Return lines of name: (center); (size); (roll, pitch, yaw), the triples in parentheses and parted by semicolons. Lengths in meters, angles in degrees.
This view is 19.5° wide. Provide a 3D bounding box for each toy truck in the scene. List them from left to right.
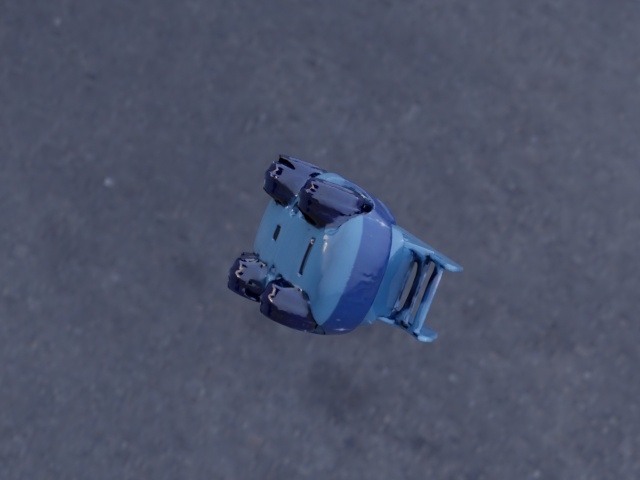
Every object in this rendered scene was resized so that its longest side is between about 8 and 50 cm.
toy truck: (0.000, 0.000, 0.763); (0.074, 0.063, 0.136); (17, 10, -26)
